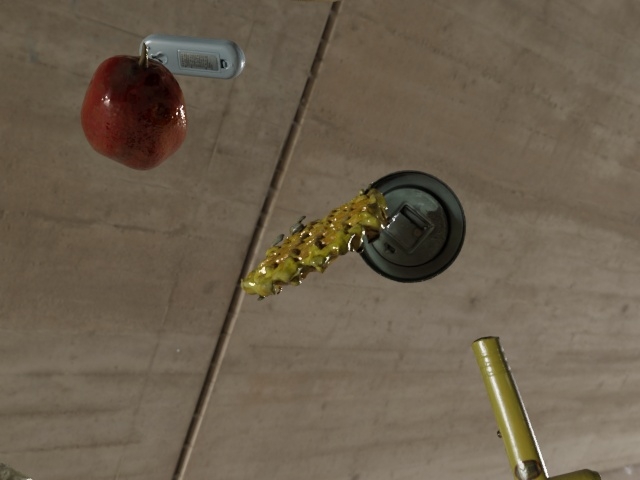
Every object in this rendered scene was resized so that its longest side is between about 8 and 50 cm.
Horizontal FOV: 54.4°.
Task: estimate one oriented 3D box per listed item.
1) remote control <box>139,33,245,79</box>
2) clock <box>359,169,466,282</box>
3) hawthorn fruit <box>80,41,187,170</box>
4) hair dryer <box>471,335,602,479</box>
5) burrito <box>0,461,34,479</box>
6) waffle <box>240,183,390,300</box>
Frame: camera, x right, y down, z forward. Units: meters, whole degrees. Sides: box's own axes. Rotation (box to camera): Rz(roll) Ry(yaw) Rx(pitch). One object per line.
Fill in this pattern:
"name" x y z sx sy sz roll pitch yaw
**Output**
"remote control" -0.290 -0.410 1.393 0.244 0.087 0.047 7 -139 9
"clock" 0.167 -0.027 1.184 0.214 0.215 0.042 22 -167 7
"hawthorn fruit" -0.318 -0.239 1.098 0.189 0.251 0.190 15 -128 -21
"hair dryer" 0.271 0.257 0.808 0.090 0.134 0.279 34 -142 -65
"burrito" -0.509 0.314 0.856 0.275 0.082 0.059 38 -142 -31
"waffle" 0.002 0.003 0.945 0.280 0.060 0.262 -37 -167 -29
